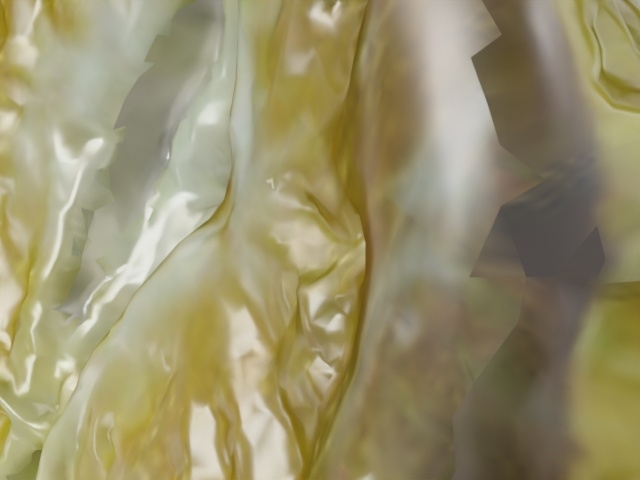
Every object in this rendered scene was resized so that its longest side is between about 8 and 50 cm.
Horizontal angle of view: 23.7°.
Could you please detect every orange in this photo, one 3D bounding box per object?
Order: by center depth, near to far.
[{"bbox_3d":[0.000,0.000,0.480,0.210,0.368,0.271,-2,121,-38],"label":"orange"}]
